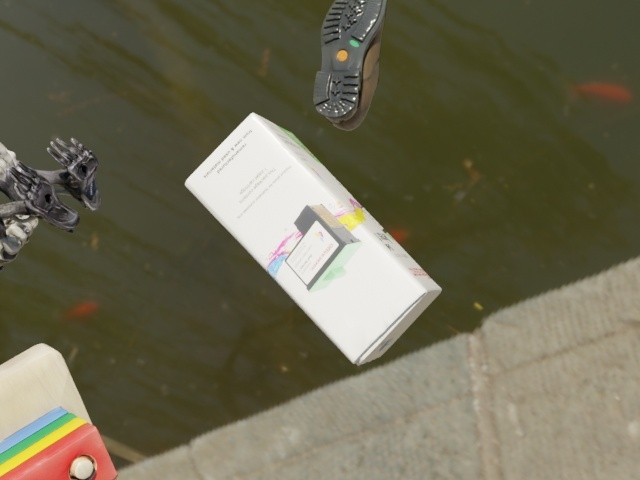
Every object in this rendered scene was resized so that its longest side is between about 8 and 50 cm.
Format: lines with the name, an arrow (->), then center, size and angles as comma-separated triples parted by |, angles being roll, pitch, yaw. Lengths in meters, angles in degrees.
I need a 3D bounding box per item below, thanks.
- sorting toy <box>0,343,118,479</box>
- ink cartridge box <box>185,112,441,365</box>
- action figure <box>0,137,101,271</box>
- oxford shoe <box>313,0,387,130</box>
sorting toy -> -0.237, 0.251, 0.863 | 0.255, 0.257, 0.089 | -31, 26, -29
ink cartridge box -> 0.000, 0.000, 1.401 | 0.117, 0.201, 0.278 | -45, 81, 7
action figure -> -0.356, -0.032, 1.287 | 0.275, 0.141, 0.164 | -22, 21, 37
oxford shoe -> 0.047, -0.259, 1.693 | 0.082, 0.096, 0.227 | 11, 77, 23
